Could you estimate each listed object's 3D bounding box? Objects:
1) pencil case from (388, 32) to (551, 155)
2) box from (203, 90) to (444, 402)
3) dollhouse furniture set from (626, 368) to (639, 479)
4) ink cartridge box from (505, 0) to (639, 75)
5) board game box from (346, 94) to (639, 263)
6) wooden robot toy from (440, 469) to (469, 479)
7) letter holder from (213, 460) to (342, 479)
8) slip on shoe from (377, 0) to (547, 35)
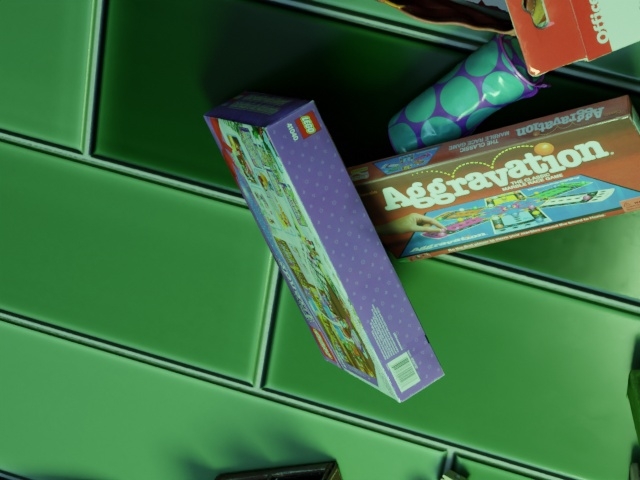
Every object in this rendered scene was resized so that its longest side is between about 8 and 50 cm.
[{"bbox_3d":[0.137,-0.128,1.438,0.152,0.064,0.070,-39,80,30],"label":"pencil case"},{"bbox_3d":[0.000,0.000,1.475,0.057,0.201,0.293,-30,107,-14],"label":"box"},{"bbox_3d":[0.458,0.238,1.505,0.302,0.151,0.197,-3,134,4],"label":"dollhouse furniture set"},{"bbox_3d":[0.258,-0.242,1.284,0.231,0.078,0.134,-21,115,2],"label":"ink cartridge box"},{"bbox_3d":[0.174,-0.052,1.443,0.281,0.027,0.145,-14,142,23],"label":"board game box"},{"bbox_3d":[0.094,0.315,1.667,0.079,0.076,0.173,30,120,15],"label":"wooden robot toy"},{"bbox_3d":[-0.036,0.432,1.678,0.152,0.214,0.302,-10,112,22],"label":"letter holder"},{"bbox_3d":[0.059,-0.264,1.378,0.331,0.101,0.123,20,121,10],"label":"slip on shoe"}]
